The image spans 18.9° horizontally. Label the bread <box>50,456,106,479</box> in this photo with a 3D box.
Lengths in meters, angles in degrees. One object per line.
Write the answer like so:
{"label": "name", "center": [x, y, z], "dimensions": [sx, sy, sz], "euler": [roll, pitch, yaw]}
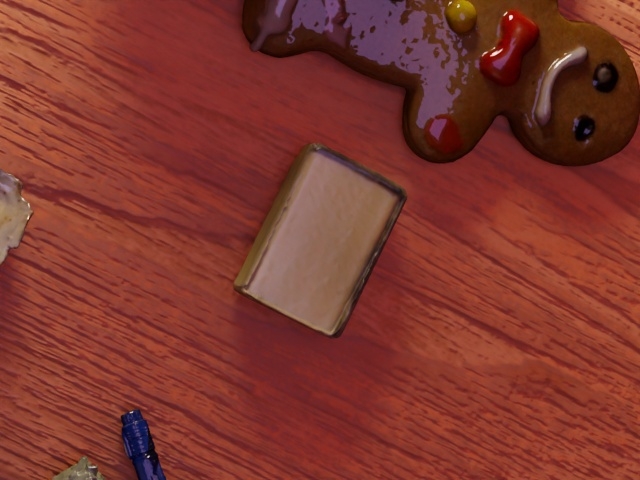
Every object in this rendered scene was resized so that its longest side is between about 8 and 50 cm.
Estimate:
{"label": "bread", "center": [-0.245, 0.297, 1.894], "dimensions": [0.232, 0.064, 0.172], "euler": [2, 106, -12]}

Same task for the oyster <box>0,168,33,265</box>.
{"label": "oyster", "center": [-0.386, 0.020, 1.847], "dimensions": [0.162, 0.107, 0.232], "euler": [24, 68, -9]}

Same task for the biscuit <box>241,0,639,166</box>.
{"label": "biscuit", "center": [0.155, -0.220, 1.979], "dimensions": [0.432, 0.064, 0.283], "euler": [31, 85, -13]}

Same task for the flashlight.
{"label": "flashlight", "center": [-0.175, 0.229, 1.926], "dimensions": [0.035, 0.057, 0.121], "euler": [-19, 88, -12]}

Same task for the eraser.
{"label": "eraser", "center": [0.000, 0.000, 1.952], "dimensions": [0.117, 0.058, 0.172], "euler": [27, 86, -14]}
